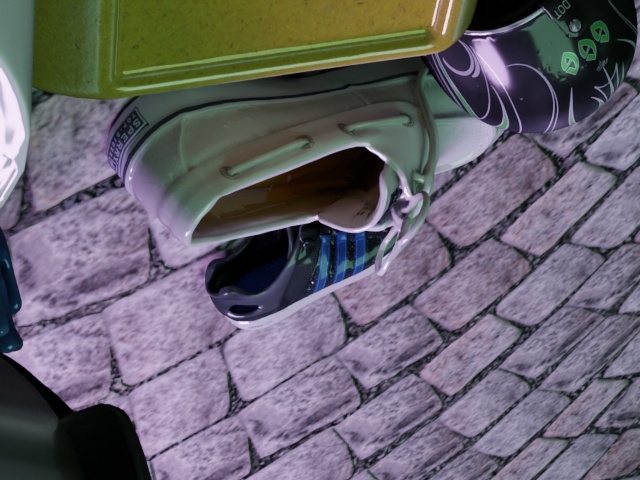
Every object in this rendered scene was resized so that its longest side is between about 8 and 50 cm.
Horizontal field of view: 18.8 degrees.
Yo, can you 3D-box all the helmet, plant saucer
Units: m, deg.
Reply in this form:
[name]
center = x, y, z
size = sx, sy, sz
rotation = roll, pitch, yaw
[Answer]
[helmet]
center = 0.150, -0.158, 1.414
size = 0.169, 0.169, 0.161
rotation = -37, 141, 2
[plant saucer]
center = -0.024, -0.203, 1.148
size = 0.332, 0.081, 0.333
rotation = -9, 145, -14

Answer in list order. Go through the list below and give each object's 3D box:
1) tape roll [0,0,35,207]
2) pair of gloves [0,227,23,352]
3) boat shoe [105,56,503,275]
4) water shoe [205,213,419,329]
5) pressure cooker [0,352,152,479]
[tape roll]
center = -0.285, -0.093, 0.967
size = 0.286, 0.100, 0.286
rotation = -3, 145, -2
[pair of gloves]
center = -0.225, -0.019, 1.217
size = 0.023, 0.159, 0.198
rotation = -14, 154, 0
[boat shoe]
center = 0.029, -0.049, 1.442
size = 0.367, 0.156, 0.136
rotation = -7, 140, -42
[water shoe]
center = 0.000, 0.000, 1.573
size = 0.203, 0.073, 0.080
rotation = -37, 149, 1
[pressure cooker]
center = -0.328, 0.221, 1.215
size = 0.420, 0.369, 0.376
rotation = 24, 86, -61
